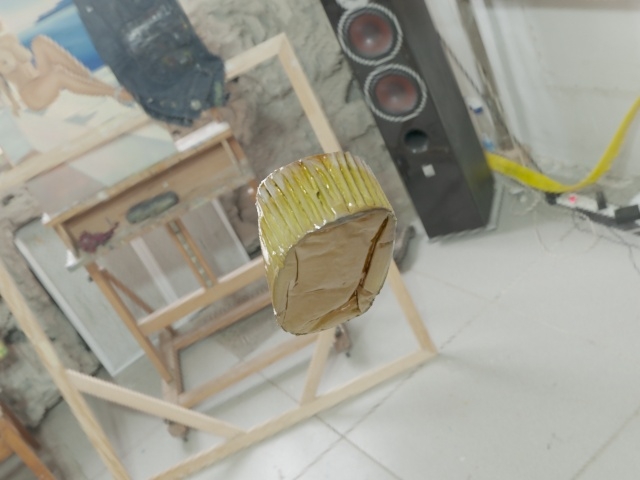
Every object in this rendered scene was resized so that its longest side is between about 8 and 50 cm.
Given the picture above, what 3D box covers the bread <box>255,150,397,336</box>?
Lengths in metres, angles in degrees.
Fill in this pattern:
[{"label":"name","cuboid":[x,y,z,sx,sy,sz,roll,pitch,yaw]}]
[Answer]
[{"label":"bread","cuboid":[0.000,0.000,1.221,0.204,0.288,0.156,-19,54,-10]}]
